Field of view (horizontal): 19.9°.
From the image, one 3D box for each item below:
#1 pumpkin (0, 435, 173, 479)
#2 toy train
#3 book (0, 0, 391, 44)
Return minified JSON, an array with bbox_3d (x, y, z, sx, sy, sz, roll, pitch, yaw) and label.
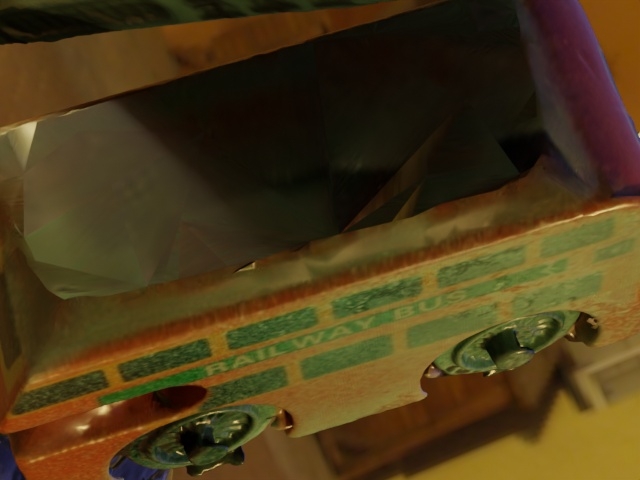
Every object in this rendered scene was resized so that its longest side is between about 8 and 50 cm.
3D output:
[{"bbox_3d":[-0.191,0.096,0.845,0.207,0.300,0.300,20,-30,32],"label":"pumpkin"},{"bbox_3d":[0.000,0.000,0.444,0.099,0.188,0.072,78,-6,-61],"label":"toy train"},{"bbox_3d":[0.074,-0.157,0.367,0.031,0.264,0.379,40,-23,-33],"label":"book"}]
